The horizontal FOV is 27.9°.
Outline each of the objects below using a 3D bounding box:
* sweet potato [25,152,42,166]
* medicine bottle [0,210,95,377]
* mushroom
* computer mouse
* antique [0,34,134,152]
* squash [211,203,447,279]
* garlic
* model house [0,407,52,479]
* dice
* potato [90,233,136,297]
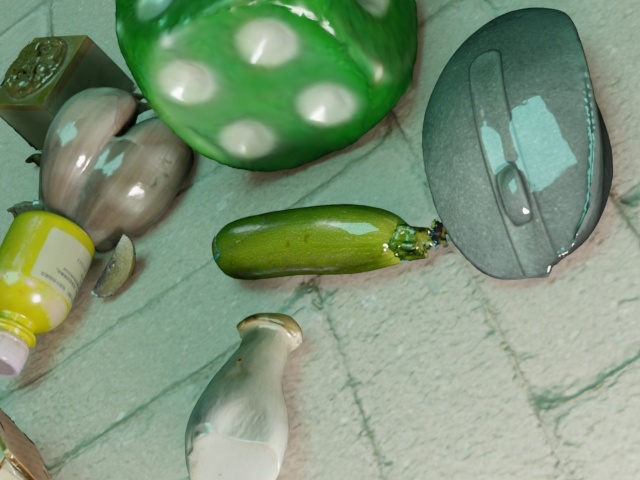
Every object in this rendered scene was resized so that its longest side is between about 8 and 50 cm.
[{"bbox_3d":[-0.415,-0.119,1.998,0.041,0.038,0.153,-31,31,-22],"label":"sweet potato"},{"bbox_3d":[-0.392,0.076,1.720,0.121,0.122,0.212,-9,50,37],"label":"medicine bottle"},{"bbox_3d":[-0.079,0.177,1.376,0.116,0.093,0.225,-10,37,16],"label":"mushroom"},{"bbox_3d":[0.203,-0.127,1.378,0.203,0.114,0.374,-24,42,23],"label":"computer mouse"},{"bbox_3d":[-0.408,-0.232,2.009,0.152,0.148,0.147,5,60,42],"label":"antique"},{"bbox_3d":[-0.001,0.001,1.469,0.331,0.087,0.087,-3,53,38],"label":"squash"},{"bbox_3d":[-0.298,-0.107,1.823,0.292,0.210,0.237,-55,4,-8],"label":"garlic"},{"bbox_3d":[-0.441,0.308,1.527,0.326,0.169,0.244,-2,46,39],"label":"model house"},{"bbox_3d":[-0.065,-0.282,1.623,0.300,0.297,0.287,-20,47,28],"label":"dice"},{"bbox_3d":[-0.265,0.039,1.717,0.037,0.036,0.093,31,97,16],"label":"potato"}]
